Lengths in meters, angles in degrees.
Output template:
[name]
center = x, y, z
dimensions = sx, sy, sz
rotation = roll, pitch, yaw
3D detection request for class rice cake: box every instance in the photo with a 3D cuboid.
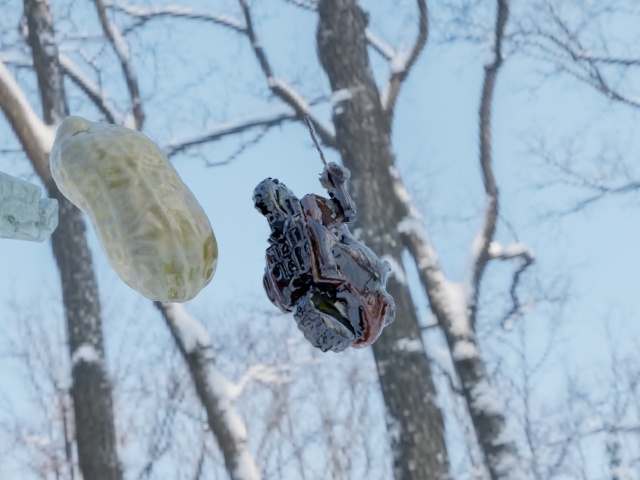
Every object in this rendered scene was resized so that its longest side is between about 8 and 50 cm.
[rice cake]
center = -0.333, -0.049, 1.118
dimensions = 0.066, 0.063, 0.336
rotation = 7, -5, 23

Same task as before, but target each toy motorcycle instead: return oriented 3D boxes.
[toy motorcycle]
center = 0.000, 0.000, 1.761
dimensions = 0.134, 0.401, 0.207
rotation = -43, -42, 23

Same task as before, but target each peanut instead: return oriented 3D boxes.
[peanut]
center = -0.243, -0.048, 1.687
dimensions = 0.140, 0.325, 0.153
rotation = -28, -36, -23
